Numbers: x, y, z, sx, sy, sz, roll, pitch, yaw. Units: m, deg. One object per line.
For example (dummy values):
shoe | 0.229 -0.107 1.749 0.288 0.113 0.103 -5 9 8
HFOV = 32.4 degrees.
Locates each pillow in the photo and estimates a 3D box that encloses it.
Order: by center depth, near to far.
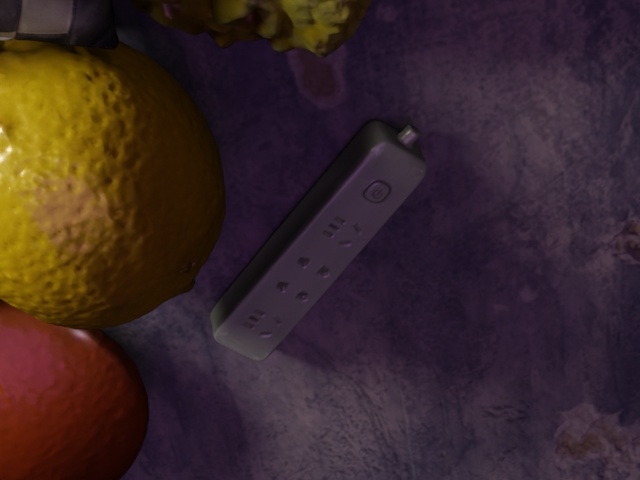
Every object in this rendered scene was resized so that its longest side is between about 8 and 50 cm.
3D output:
pillow | -0.296 -0.252 0.993 0.250 0.106 0.186 -2 136 -22

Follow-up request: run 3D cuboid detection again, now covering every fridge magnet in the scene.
fridge magnet | -0.406 0.222 1.436 0.363 0.155 0.364 -4 122 -6

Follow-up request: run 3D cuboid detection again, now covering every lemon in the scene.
lemon | -0.264 -0.064 1.189 0.336 0.336 0.336 -4 122 -6

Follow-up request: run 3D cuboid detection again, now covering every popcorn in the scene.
popcorn | -0.054 -0.285 1.143 0.286 0.174 0.225 -13 144 42

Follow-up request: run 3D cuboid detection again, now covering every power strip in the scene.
power strip | 0.000 0.000 1.412 0.091 0.062 0.385 29 114 -27
